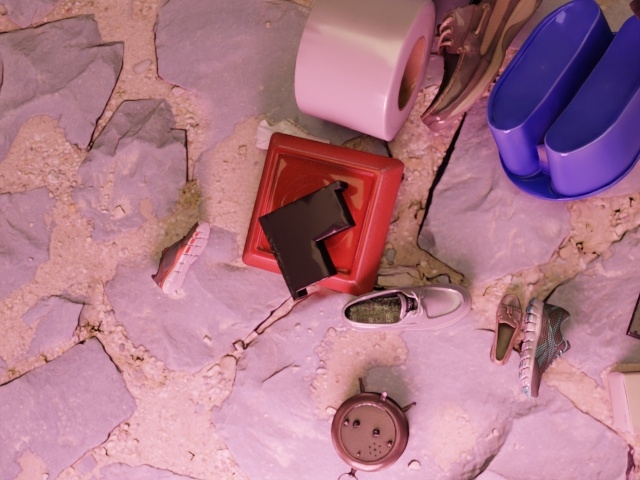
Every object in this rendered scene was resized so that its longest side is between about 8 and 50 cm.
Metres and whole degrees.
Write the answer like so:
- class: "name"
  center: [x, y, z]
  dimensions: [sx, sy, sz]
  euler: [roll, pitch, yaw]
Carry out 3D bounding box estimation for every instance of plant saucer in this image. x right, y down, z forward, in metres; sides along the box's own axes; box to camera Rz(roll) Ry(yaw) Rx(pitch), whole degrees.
- class: "plant saucer"
  center: [-0.005, -0.048, 1.174]
  dimensions: [0.259, 0.048, 0.258]
  euler: [15, 95, 13]

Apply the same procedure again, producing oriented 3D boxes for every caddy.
- class: "caddy"
  center: [0.437, -0.230, 1.086]
  dimensions: [0.241, 0.179, 0.341]
  euler: [34, 87, 40]

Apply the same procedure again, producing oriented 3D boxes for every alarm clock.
- class: "alarm clock"
  center: [0.076, 0.341, 1.099]
  dimensions: [0.130, 0.064, 0.191]
  euler: [21, 87, 15]

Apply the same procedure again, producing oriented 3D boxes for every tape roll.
- class: "tape roll"
  center: [0.082, -0.315, 1.138]
  dimensions: [0.169, 0.246, 0.246]
  euler: [21, 83, 16]

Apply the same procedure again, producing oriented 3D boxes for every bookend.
- class: "bookend"
  center: [0.000, 0.000, 1.111]
  dimensions: [0.157, 0.072, 0.156]
  euler: [-25, 85, 13]

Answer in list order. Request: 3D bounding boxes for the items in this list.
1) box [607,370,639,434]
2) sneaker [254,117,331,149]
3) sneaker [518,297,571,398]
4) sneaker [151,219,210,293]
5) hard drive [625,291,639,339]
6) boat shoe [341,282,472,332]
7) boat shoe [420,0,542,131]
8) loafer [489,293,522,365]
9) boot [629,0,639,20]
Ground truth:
- class: "box"
  center: [0.595, 0.238, 0.986]
  dimensions: [0.276, 0.113, 0.094]
  euler: [-5, 77, 9]
- class: "sneaker"
  center: [-0.053, -0.198, 1.230]
  dimensions: [0.152, 0.053, 0.061]
  euler: [9, 107, 12]
- class: "sneaker"
  center: [0.372, 0.180, 1.071]
  dimensions: [0.076, 0.065, 0.166]
  euler: [9, 82, 9]
- class: "sneaker"
  center: [-0.273, 0.021, 1.238]
  dimensions: [0.065, 0.061, 0.157]
  euler: [30, 85, 22]
- class: "hard drive"
  center: [0.581, 0.134, 1.055]
  dimensions: [0.135, 0.022, 0.094]
  euler: [20, 83, 15]
- class: "boat shoe"
  center: [0.146, 0.118, 1.117]
  dimensions: [0.228, 0.081, 0.079]
  euler: [-10, 77, 10]
- class: "boat shoe"
  center: [0.263, -0.353, 1.156]
  dimensions: [0.130, 0.132, 0.355]
  euler: [34, 77, -6]
- class: "loafer"
  center: [0.315, 0.150, 1.098]
  dimensions: [0.045, 0.039, 0.125]
  euler: [12, 81, 15]
- class: "boot"
  center: [0.660, -0.261, 0.907]
  dimensions: [0.367, 0.445, 0.146]
  euler: [40, 122, 23]
